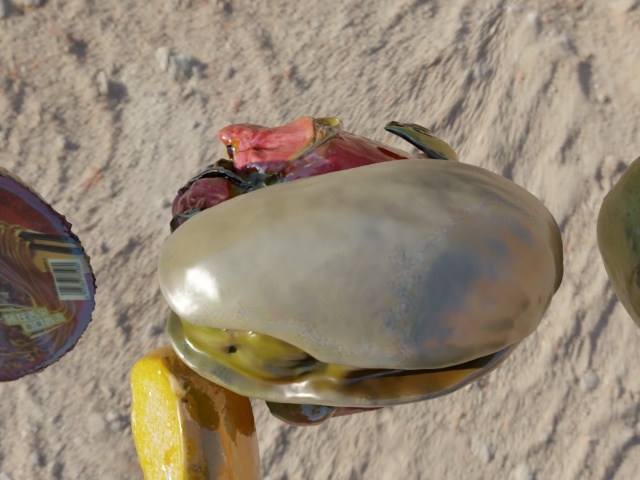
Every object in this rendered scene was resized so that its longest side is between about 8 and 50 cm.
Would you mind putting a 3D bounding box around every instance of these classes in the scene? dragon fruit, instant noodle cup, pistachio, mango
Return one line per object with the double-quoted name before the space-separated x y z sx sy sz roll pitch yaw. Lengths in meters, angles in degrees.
"dragon fruit" 0.000 0.000 1.017 0.306 0.305 0.225 -20 130 14
"instant noodle cup" -0.324 0.005 0.931 0.274 0.090 0.274 0 130 1
"pistachio" 0.033 0.018 0.743 0.288 0.197 0.166 -1 139 -8
"mango" -0.097 0.194 0.919 0.102 0.141 0.217 -8 86 -27

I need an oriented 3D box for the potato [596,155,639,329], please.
"potato" 0.441 -0.032 0.992 0.296 0.290 0.397 52 135 27
